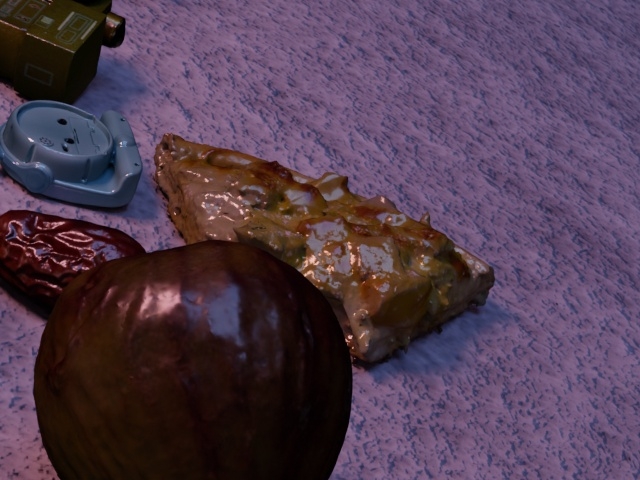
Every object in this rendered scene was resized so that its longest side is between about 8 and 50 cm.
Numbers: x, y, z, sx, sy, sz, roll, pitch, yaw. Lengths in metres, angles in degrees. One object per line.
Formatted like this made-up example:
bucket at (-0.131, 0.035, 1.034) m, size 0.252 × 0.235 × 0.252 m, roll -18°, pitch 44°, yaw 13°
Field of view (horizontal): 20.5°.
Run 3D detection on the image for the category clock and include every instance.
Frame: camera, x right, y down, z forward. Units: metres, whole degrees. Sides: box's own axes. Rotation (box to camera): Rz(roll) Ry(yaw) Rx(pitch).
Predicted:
clock at (-0.228, -0.079, 1.497) m, size 0.147 × 0.045 × 0.108 m, roll 9°, pitch 32°, yaw -25°

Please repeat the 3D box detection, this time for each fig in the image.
fig at (-0.076, 0.166, 1.124) m, size 0.217 × 0.217 × 0.320 m, roll 8°, pitch 61°, yaw -26°

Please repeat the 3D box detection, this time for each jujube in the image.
jujube at (-0.193, 0.016, 1.340) m, size 0.129 × 0.077 × 0.077 m, roll 22°, pitch 29°, yaw 7°

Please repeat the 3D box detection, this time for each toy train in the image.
toy train at (-0.296, -0.213, 1.622) m, size 0.226 × 0.090 × 0.137 m, roll 22°, pitch 40°, yaw 5°

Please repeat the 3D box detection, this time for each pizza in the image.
pizza at (0.000, 0.000, 1.500) m, size 0.323 × 0.089 × 0.223 m, roll 22°, pitch 26°, yaw -3°
